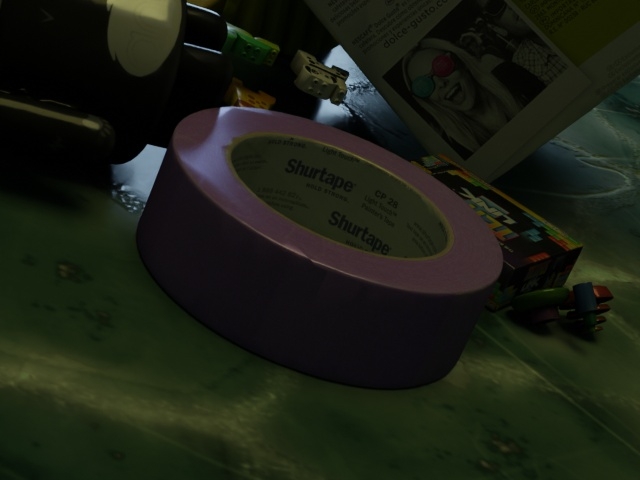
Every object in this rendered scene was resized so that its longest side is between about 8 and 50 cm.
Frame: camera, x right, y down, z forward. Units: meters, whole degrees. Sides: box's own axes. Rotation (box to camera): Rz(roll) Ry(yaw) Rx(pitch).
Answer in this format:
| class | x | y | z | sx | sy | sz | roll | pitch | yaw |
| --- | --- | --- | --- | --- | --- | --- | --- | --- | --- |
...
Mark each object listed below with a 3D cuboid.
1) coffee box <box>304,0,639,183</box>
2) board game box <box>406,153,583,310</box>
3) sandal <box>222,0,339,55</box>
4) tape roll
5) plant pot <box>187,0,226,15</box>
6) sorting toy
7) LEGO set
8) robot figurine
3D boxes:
| class | x | y | z | sx | sy | sz | roll | pitch | yaw |
| --- | --- | --- | --- | --- | --- | --- | --- | --- | --- |
| coffee box | 0.191 | -0.311 | 1.683 | 0.334 | 0.338 | 0.337 | 50 | 20 | -9 |
| board game box | 0.131 | -0.012 | 1.494 | 0.170 | 0.048 | 0.141 | 35 | 25 | 24 |
| sandal | -0.107 | -0.295 | 1.790 | 0.317 | 0.126 | 0.138 | 19 | 20 | -14 |
| tape roll | 0.000 | 0.000 | 1.298 | 0.275 | 0.090 | 0.275 | 20 | 23 | -9 |
| plant pot | -0.152 | -0.214 | 1.628 | 0.081 | 0.081 | 0.083 | 28 | 36 | 10 |
| sorting toy | 0.213 | 0.063 | 1.423 | 0.102 | 0.061 | 0.042 | -3 | 77 | -33 |
| LEGO set | -0.084 | -0.148 | 1.546 | 0.227 | 0.087 | 0.093 | 22 | 26 | -20 |
| robot figurine | -0.215 | -0.157 | 1.335 | 0.278 | 0.173 | 0.209 | 14 | 0 | -22 |
